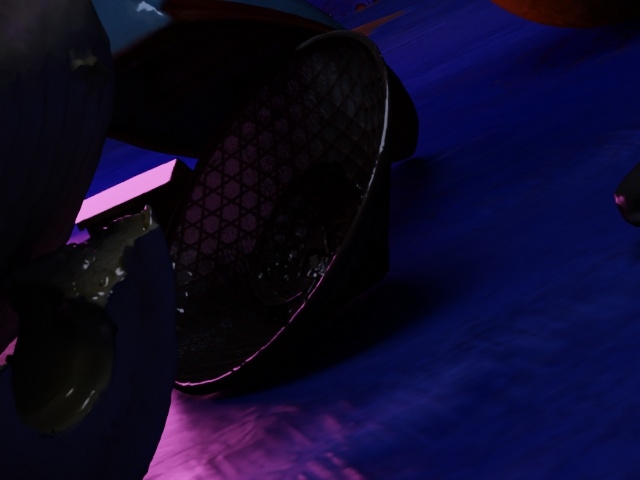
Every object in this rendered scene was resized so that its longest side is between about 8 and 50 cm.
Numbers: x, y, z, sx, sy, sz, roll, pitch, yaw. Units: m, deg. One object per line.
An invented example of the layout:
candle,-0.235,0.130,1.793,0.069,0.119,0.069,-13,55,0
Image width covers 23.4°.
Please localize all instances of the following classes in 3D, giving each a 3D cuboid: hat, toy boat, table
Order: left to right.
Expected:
table,-0.090,0.007,0.871,0.070,0.082,0.083,-25,11,-7
toy boat,-0.032,-0.095,0.903,0.136,0.079,0.392,-26,-11,21
hat,0.000,0.000,0.756,0.193,0.082,0.193,-41,33,34

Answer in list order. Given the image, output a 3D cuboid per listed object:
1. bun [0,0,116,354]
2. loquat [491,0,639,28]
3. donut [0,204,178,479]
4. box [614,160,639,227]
bun,-0.245,-0.003,0.605,0.361,0.213,0.361,-51,-10,-13
loquat,0.218,-0.307,1.230,0.274,0.275,0.275,-23,11,5
donut,-0.112,0.064,0.572,0.065,0.108,0.166,7,29,28
box,0.240,-0.065,0.632,0.212,0.042,0.201,-14,13,38
